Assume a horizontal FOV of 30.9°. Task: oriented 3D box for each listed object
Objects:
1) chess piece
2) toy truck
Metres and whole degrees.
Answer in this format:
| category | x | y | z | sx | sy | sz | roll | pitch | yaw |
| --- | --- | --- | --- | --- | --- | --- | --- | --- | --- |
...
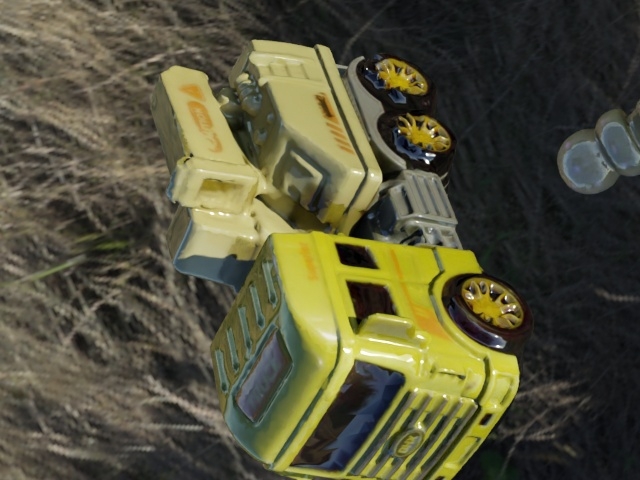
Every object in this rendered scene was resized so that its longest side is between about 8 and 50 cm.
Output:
| category | x | y | z | sx | sy | sz | roll | pitch | yaw |
| --- | --- | --- | --- | --- | --- | --- | --- | --- | --- |
| chess piece | 0.322 | -0.106 | 1.178 | 0.170 | 0.094 | 0.094 | -32 | 87 | 26 |
| toy truck | 0.000 | 0.000 | 0.933 | 0.405 | 0.254 | 0.180 | -107 | 33 | -43 |
